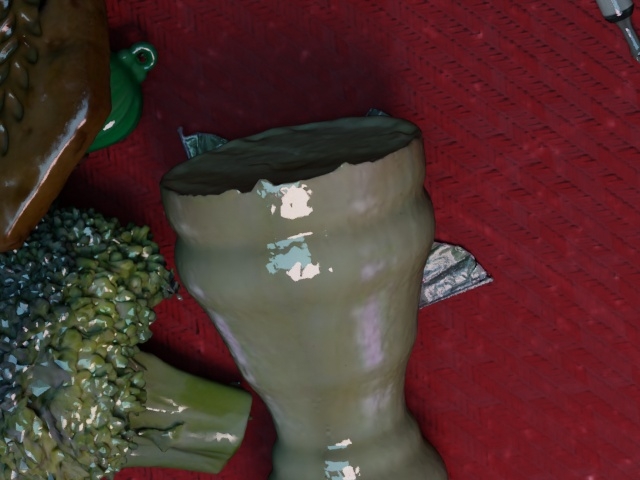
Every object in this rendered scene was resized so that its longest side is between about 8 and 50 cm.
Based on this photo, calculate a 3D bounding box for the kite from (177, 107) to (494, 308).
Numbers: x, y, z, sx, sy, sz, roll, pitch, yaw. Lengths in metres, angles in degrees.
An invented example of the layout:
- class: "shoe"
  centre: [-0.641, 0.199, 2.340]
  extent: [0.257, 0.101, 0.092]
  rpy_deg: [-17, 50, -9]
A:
- class: "kite"
  centre: [0.000, 0.000, 1.521]
  extent: [0.323, 0.013, 0.267]
  rpy_deg: [23, 103, 0]

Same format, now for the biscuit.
- class: "biscuit"
  centre: [-0.333, -0.140, 1.437]
  extent: [0.359, 0.046, 0.359]
  rpy_deg: [-8, 73, 27]

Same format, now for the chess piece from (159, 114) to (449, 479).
- class: "chess piece"
  centre: [0.009, 0.129, 1.438]
  extent: [0.234, 0.234, 0.442]
  rpy_deg: [-8, 106, 8]

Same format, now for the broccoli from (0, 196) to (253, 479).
- class: "broccoli"
  centre: [-0.226, 0.159, 1.455]
  extent: [0.302, 0.249, 0.375]
  rpy_deg: [17, 96, 6]

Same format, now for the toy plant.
- class: "toy plant"
  centre: [-0.242, -0.129, 1.479]
  extent: [0.200, 0.105, 0.143]
  rpy_deg: [-40, 108, 2]

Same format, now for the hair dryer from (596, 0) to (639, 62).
- class: "hair dryer"
  centre: [0.236, -0.239, 1.438]
  extent: [0.100, 0.057, 0.197]
  rpy_deg: [-27, 101, 12]
